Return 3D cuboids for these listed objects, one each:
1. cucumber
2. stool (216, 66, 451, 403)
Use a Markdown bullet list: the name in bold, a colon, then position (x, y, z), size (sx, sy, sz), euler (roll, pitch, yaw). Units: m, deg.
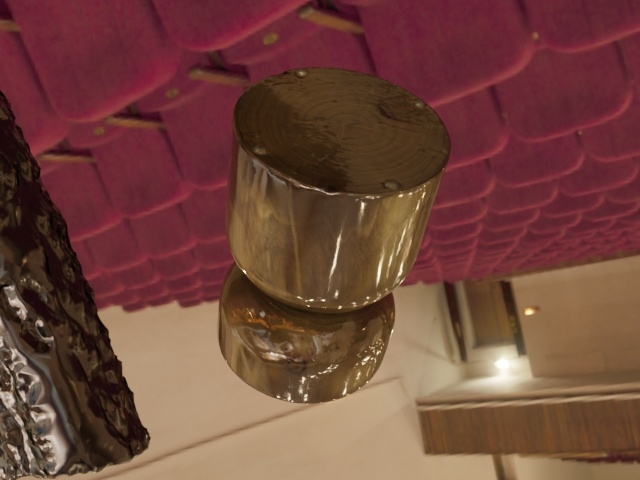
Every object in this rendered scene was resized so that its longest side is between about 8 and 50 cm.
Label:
- **cucumber**: position (-0.156, -0.029, 0.312), size (0.072, 0.300, 0.072), euler (-17, -166, 5)
- **stool**: position (0.000, 0.000, 0.668), size (0.179, 0.179, 0.264), euler (-9, 136, -21)
